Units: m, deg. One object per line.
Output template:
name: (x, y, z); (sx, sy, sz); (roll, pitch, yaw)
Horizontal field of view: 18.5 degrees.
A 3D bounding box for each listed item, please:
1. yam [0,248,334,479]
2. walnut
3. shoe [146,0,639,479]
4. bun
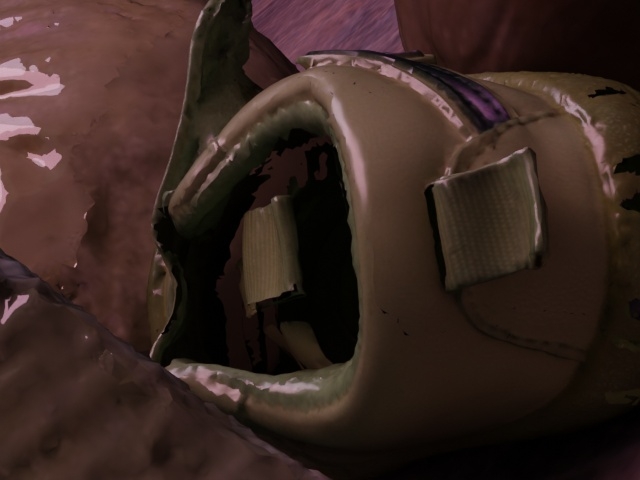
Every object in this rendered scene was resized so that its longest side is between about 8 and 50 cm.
yam: (-0.096, 0.147, 0.482); (0.271, 0.202, 0.201); (-50, -8, -5)
walnut: (0.095, -0.099, 0.672); (0.162, 0.140, 0.140); (-42, 13, -8)
shoe: (0.006, 0.000, 0.617); (0.262, 0.128, 0.140); (-8, 69, 56)
bun: (-0.143, 0.016, 0.883); (0.326, 0.234, 0.362); (-37, 23, 20)
